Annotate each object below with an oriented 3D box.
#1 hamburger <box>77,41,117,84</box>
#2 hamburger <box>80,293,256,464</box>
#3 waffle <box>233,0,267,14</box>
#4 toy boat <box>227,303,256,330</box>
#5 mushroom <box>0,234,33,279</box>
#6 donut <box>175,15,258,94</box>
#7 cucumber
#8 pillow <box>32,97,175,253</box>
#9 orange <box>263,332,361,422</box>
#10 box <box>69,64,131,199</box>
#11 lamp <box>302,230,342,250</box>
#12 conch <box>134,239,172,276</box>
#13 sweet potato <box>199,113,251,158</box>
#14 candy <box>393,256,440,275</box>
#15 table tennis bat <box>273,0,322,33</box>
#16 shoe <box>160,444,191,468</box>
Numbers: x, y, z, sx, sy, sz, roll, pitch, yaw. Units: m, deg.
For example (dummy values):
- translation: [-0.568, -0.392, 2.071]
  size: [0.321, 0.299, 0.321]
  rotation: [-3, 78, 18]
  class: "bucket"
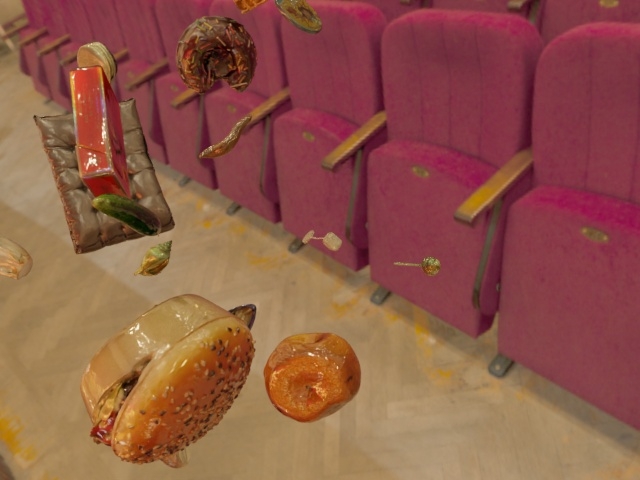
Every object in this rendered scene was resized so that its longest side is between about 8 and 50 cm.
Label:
- translation: [-0.695, -0.548, 1.878]
  size: [0.133, 0.140, 0.062]
  rotation: [-48, -2, 41]
  class: "hamburger"
- translation: [-0.240, 0.234, 0.994]
  size: [0.300, 0.300, 0.176]
  rotation: [-39, 67, -20]
  class: "hamburger"
- translation: [-0.186, -0.735, 1.657]
  size: [0.210, 0.161, 0.055]
  rotation: [-3, 37, 50]
  class: "waffle"
- translation: [-0.278, 0.288, 1.756]
  size: [0.262, 0.114, 0.115]
  rotation: [-53, 16, -28]
  class: "toy boat"
- translation: [-0.863, 0.024, 1.414]
  size: [0.350, 0.095, 0.123]
  rotation: [8, 44, -13]
  class: "mushroom"
- translation: [-0.279, -0.502, 1.659]
  size: [0.230, 0.216, 0.096]
  rotation: [10, 27, -23]
  class: "donut"
- translation: [-0.269, -0.036, 0.869]
  size: [0.039, 0.168, 0.039]
  rotation: [-5, 73, 16]
  class: "cucumber"
- translation: [-0.474, -0.149, 1.341]
  size: [0.228, 0.101, 0.327]
  rotation: [-17, 76, -22]
  class: "pillow"
- translation: [-0.019, 0.344, 1.531]
  size: [0.248, 0.249, 0.183]
  rotation: [-16, 16, 8]
  class: "orange"
- translation: [-0.320, -0.148, 0.875]
  size: [0.048, 0.112, 0.175]
  rotation: [-10, 71, -8]
  class: "box"
- translation: [0.000, 0.000, 1.909]
  size: [0.050, 0.056, 0.198]
  rotation: [-55, 21, -11]
  class: "lamp"
- translation: [-0.631, 0.074, 2.310]
  size: [0.201, 0.094, 0.080]
  rotation: [-51, 28, 28]
  class: "conch"
- translation: [-0.339, -0.371, 2.238]
  size: [0.249, 0.059, 0.069]
  rotation: [-41, 75, -1]
  class: "sweet potato"
- translation: [0.296, 0.076, 1.888]
  size: [0.061, 0.061, 0.202]
  rotation: [-44, 24, -25]
  class: "candy"
- translation: [-0.060, -0.462, 1.176]
  size: [0.019, 0.155, 0.100]
  rotation: [-42, 14, 40]
  class: "table tennis bat"
- translation: [-0.367, 0.420, 1.615]
  size: [0.210, 0.342, 0.132]
  rotation: [-7, -13, -44]
  class: "shoe"
